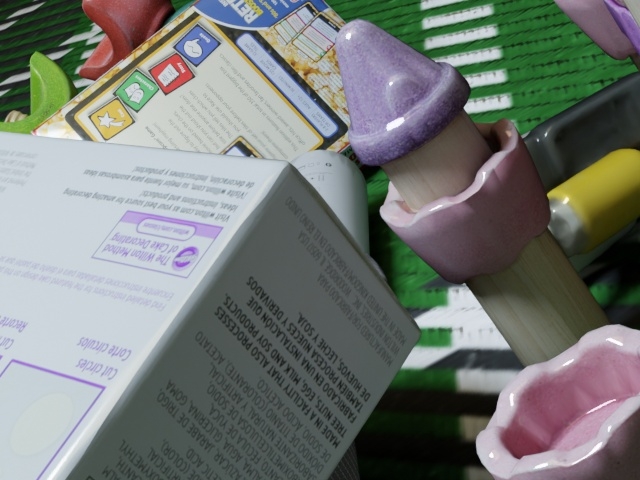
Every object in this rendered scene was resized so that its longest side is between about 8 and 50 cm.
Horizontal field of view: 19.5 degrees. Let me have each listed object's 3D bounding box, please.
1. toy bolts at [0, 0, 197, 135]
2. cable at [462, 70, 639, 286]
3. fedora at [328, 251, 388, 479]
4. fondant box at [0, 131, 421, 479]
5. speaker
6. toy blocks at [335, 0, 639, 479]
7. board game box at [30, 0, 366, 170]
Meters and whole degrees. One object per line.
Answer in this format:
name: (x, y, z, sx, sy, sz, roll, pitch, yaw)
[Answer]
toy bolts: (-0.119, -0.068, 1.318, 0.218, 0.158, 0.228, 100, -164, -58)
cable: (0.184, -0.058, 0.903, 0.287, 0.072, 0.139, -28, 2, -12)
fedora: (-0.064, 0.109, 0.788, 0.275, 0.124, 0.244, 4, 46, 49)
fondant box: (-0.151, 0.113, 0.641, 0.238, 0.096, 0.330, 9, 55, 47)
speaker: (0.000, 0.000, 1.023, 0.055, 0.055, 0.136, -31, 22, 13)
toy blocks: (0.155, -0.069, 0.640, 0.309, 0.260, 0.288, -34, 20, 6)
board game box: (-0.058, -0.071, 1.152, 0.193, 0.147, 0.045, -39, -22, -8)
